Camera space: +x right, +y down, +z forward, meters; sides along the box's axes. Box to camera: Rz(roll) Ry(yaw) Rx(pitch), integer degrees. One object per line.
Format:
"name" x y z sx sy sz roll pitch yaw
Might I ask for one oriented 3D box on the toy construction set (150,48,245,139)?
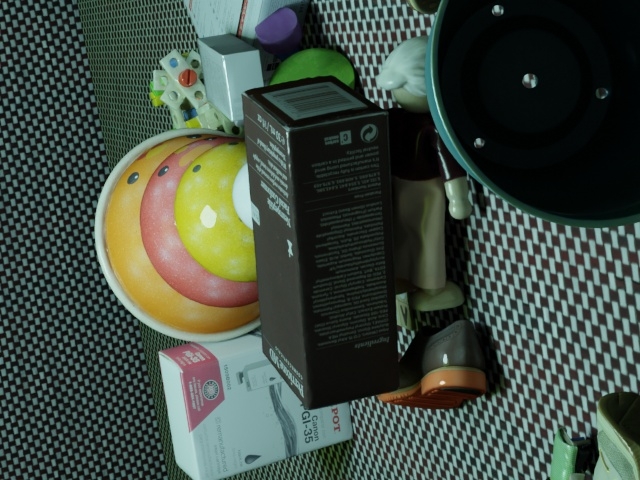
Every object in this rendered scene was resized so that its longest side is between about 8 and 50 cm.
"toy construction set" -0.211 -0.246 2.578 0.327 0.151 0.215 -171 60 -83

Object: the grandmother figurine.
"grandmother figurine" 0.119 -0.092 1.844 0.208 0.104 0.342 20 122 36

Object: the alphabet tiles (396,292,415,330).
"alphabet tiles" 0.080 0.056 2.168 0.237 0.009 0.198 -160 59 -68

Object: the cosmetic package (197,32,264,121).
"cosmetic package" -0.132 -0.247 2.192 0.239 0.060 0.099 -133 32 -71

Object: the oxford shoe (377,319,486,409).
"oxford shoe" 0.151 0.168 1.953 0.271 0.097 0.098 148 128 -66

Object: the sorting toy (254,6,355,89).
"sorting toy" 0.010 -0.175 2.110 0.365 0.127 0.126 61 178 34

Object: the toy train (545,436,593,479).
"toy train" 0.284 0.270 1.710 0.158 0.027 0.036 105 157 -53

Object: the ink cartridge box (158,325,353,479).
"ink cartridge box" -0.102 0.251 2.395 0.117 0.283 0.207 23 124 62

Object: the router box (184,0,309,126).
"router box" -0.125 -0.401 2.336 0.335 0.082 0.301 108 144 -56

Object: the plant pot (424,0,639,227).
"plant pot" 0.214 -0.149 1.314 0.255 0.271 0.272 -160 58 -85

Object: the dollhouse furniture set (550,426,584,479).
"dollhouse furniture set" 0.253 0.262 1.594 0.152 0.058 0.076 -105 15 -77

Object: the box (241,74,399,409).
"box" 0.000 0.000 1.878 0.191 0.143 0.381 -137 38 -61

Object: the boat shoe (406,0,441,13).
"boat shoe" 0.107 -0.357 1.739 0.060 0.064 0.178 -153 50 -63

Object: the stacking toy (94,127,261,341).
"stacking toy" -0.117 -0.044 2.192 0.480 0.350 0.351 -24 79 65

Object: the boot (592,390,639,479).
"boot" 0.334 0.280 1.495 0.213 0.077 0.165 -116 23 -51

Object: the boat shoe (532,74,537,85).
"boat shoe" 0.239 -0.190 1.500 0.049 0.056 0.152 -170 78 -75
